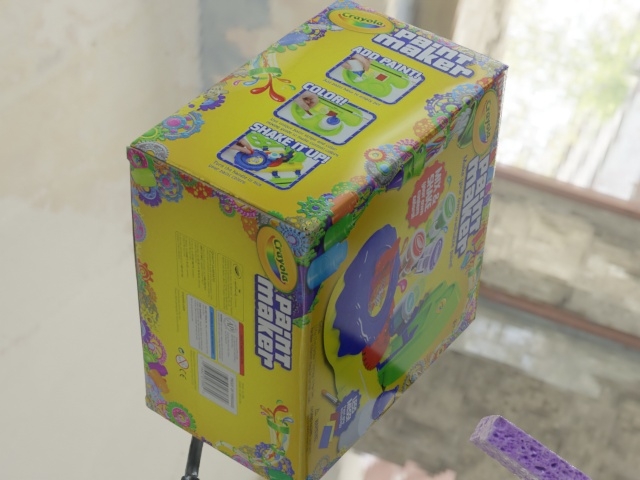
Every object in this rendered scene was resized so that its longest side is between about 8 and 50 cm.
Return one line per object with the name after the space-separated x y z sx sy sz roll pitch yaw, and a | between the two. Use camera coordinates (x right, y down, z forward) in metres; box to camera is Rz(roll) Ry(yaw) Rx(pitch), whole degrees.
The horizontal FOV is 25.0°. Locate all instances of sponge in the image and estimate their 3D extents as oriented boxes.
0.234 0.234 1.334 0.031 0.210 0.117 -54 -2 -8 | sponge

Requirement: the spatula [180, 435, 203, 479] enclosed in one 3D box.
-0.167 0.291 1.930 0.030 0.084 0.297 129 150 -67 | spatula

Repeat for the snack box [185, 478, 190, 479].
-0.132 0.360 1.784 0.064 0.178 0.022 -52 -49 -11 | snack box

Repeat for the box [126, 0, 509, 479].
0.000 0.000 1.216 0.279 0.177 0.290 -41 -34 -38 | box
